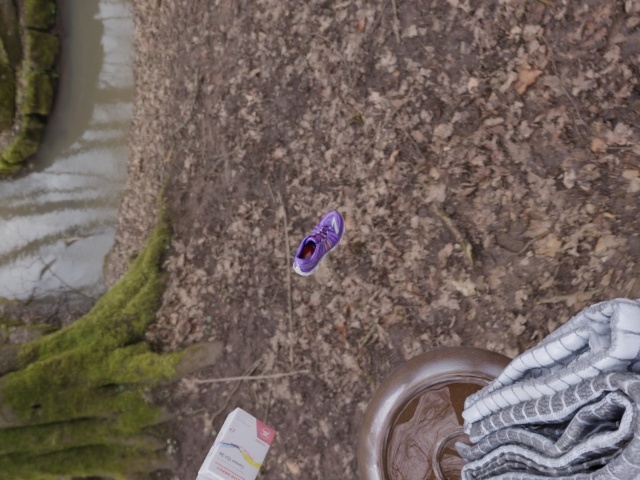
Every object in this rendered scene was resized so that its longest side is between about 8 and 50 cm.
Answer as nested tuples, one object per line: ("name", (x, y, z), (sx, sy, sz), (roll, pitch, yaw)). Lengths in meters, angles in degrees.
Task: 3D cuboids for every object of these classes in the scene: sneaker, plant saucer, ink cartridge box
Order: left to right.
("ink cartridge box", (-0.199, 0.509, 1.210), (0.115, 0.198, 0.067), (35, 138, -9))
("sneaker", (0.000, 0.000, 1.141), (0.068, 0.170, 0.071), (25, 154, 16))
("plant saucer", (0.201, 0.304, 0.721), (0.310, 0.050, 0.311), (-3, 77, 14))

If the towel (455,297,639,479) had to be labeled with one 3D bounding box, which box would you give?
("towel", (0.259, 0.156, 0.411), (0.284, 0.234, 0.121), (104, 170, -58))
